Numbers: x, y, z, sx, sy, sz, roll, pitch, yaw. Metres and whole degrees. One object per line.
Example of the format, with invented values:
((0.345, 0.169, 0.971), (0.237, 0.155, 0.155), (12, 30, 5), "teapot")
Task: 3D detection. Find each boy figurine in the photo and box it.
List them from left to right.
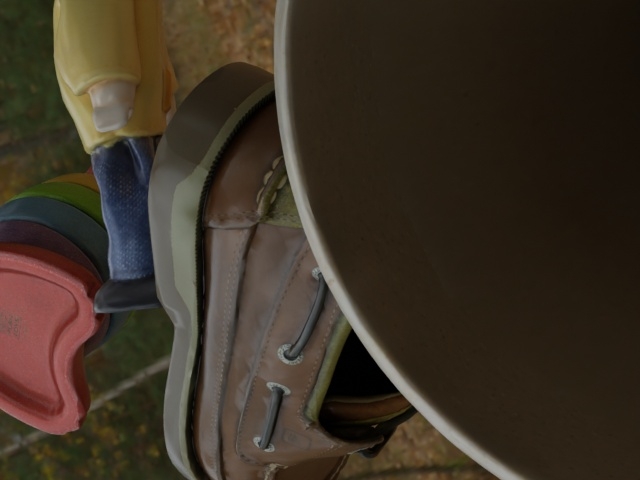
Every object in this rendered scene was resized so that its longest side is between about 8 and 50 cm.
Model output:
((-0.111, -0.100, 0.718), (0.177, 0.092, 0.285), (18, -115, -86), "boy figurine")

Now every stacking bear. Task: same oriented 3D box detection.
((-0.213, 0.009, 1.085), (0.289, 0.164, 0.175), (-55, -16, -55), "stacking bear")

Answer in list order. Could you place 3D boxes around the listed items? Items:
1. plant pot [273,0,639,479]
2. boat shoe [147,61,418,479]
((0.162, -0.069, 0.401), (0.274, 0.257, 0.256), (-27, -83, -58), "plant pot")
((-0.004, 0.061, 0.544), (0.104, 0.110, 0.307), (27, 151, 21), "boat shoe")
